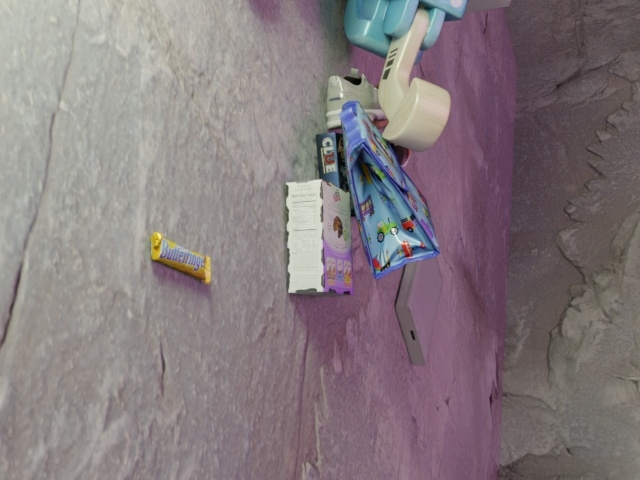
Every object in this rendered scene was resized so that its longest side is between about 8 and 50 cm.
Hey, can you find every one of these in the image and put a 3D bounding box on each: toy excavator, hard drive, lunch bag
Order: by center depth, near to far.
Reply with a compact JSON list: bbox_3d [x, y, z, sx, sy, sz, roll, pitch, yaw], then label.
[{"bbox_3d":[0.098,-0.117,1.829,0.221,0.138,0.293,-92,157,-62],"label":"lunch bag"},{"bbox_3d":[0.166,-0.410,1.968,0.222,0.433,0.445,16,93,-27],"label":"toy excavator"},{"bbox_3d":[0.251,0.134,2.467,0.307,0.040,0.203,-69,148,-49],"label":"hard drive"}]

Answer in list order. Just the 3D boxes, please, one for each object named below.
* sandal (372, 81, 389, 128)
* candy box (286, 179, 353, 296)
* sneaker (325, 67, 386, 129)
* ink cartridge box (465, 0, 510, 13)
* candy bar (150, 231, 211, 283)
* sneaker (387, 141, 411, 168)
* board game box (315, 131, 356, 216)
[{"bbox_3d":[0.152,-0.322,2.219,0.240,0.088,0.079,-47,135,-58],"label":"sandal"},{"bbox_3d":[0.000,0.000,1.757,0.165,0.070,0.196,17,71,-69],"label":"candy box"},{"bbox_3d":[0.090,-0.299,2.017,0.281,0.105,0.115,-32,116,-67],"label":"sneaker"},{"bbox_3d":[0.282,-0.680,2.332,0.130,0.309,0.272,33,55,-66],"label":"ink cartridge box"},{"bbox_3d":[-0.186,0.024,1.317,0.161,0.018,0.040,35,53,-66],"label":"candy bar"},{"bbox_3d":[0.176,-0.236,2.343,0.065,0.061,0.158,29,53,-34],"label":"sneaker"},{"bbox_3d":[0.056,-0.128,1.981,0.243,0.042,0.165,-9,94,-70],"label":"board game box"}]
